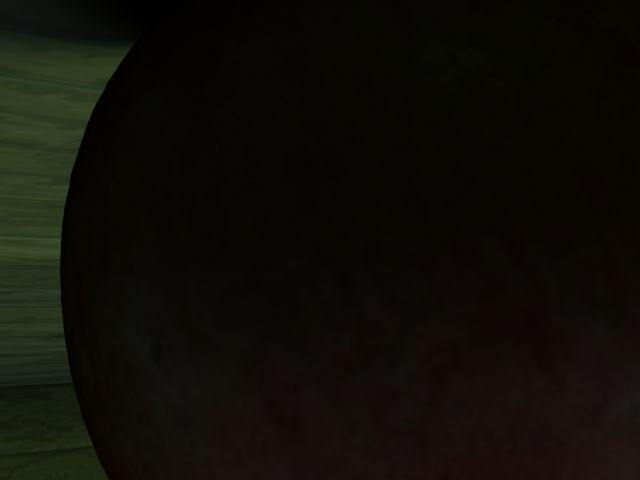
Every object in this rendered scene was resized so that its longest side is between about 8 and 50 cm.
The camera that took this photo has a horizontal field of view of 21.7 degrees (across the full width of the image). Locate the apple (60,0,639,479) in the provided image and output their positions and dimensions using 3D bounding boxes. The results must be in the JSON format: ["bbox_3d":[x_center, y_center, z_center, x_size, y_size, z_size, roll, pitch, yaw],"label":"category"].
[{"bbox_3d":[0.048,0.005,0.659,0.344,0.269,0.345,-27,173,-4],"label":"apple"}]
